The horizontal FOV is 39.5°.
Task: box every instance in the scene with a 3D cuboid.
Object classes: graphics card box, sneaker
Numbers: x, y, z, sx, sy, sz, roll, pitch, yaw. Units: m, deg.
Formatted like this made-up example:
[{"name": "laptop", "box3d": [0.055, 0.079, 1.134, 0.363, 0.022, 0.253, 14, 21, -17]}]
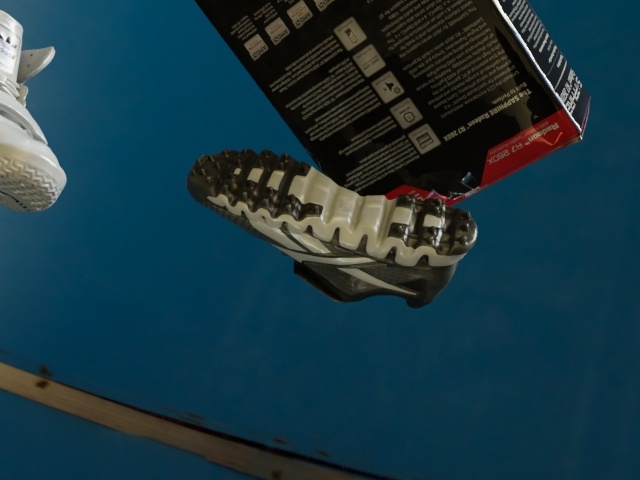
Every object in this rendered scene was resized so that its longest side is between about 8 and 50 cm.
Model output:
[{"name": "graphics card box", "box3d": [0.039, -0.201, 0.784, 0.371, 0.232, 0.094, 51, -143, -13]}, {"name": "sneaker", "box3d": [-0.384, -0.169, 1.032, 0.365, 0.137, 0.210, 19, -104, 41]}, {"name": "sneaker", "box3d": [0.000, 0.000, 0.717, 0.234, 0.106, 0.078, 16, -139, 5]}]
